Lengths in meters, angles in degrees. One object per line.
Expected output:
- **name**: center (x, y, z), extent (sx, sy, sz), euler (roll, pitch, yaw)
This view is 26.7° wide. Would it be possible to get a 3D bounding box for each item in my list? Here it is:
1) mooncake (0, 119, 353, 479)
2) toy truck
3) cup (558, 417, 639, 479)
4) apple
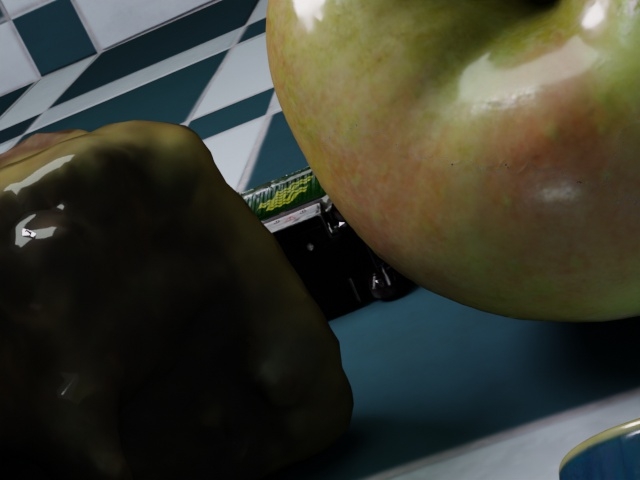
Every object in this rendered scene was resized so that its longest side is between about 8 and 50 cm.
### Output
- **mooncake**: center (-0.175, 0.119, 0.644), extent (0.393, 0.246, 0.394), euler (-33, 16, -3)
- **toy truck**: center (0.000, 0.000, 0.965), extent (0.259, 0.088, 0.121), euler (-21, 21, 8)
- **cup**: center (0.141, 0.131, 0.336), extent (0.131, 0.176, 0.155), euler (-16, 62, 32)
- **apple**: center (0.143, -0.108, 0.739), extent (0.319, 0.319, 0.277), euler (-20, -12, 16)
